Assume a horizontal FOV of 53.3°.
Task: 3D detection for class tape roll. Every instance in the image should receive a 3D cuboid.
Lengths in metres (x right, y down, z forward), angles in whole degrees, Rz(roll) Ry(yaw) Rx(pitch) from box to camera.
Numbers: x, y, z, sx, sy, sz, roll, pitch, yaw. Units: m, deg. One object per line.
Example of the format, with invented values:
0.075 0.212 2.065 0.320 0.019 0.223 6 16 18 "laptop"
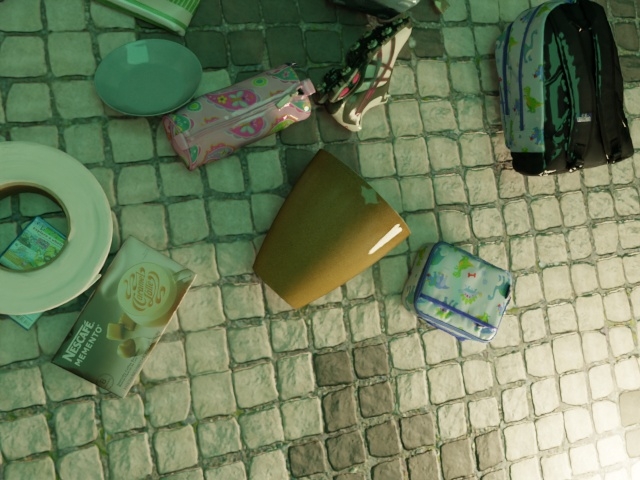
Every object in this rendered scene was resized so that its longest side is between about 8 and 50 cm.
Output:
-0.495 -0.018 1.070 0.286 0.100 0.287 2 85 -19 "tape roll"

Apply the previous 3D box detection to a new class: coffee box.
-0.345 0.132 1.129 0.141 0.098 0.247 33 76 -14 "coffee box"

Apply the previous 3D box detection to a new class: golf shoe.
0.107 -0.354 1.338 0.273 0.105 0.120 -49 120 -12 "golf shoe"

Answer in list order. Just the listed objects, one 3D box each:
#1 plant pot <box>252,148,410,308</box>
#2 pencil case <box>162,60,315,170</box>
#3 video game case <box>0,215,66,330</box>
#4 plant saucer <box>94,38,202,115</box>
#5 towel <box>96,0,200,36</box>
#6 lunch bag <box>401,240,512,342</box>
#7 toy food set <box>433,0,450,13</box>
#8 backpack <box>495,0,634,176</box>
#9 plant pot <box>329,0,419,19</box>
0.000 0.000 1.211 0.237 0.237 0.254 43 88 -12 "plant pot"
-0.152 -0.238 1.213 0.284 0.124 0.124 -27 95 -18 "pencil case"
-0.506 0.056 1.122 0.119 0.015 0.166 40 75 -12 "video game case"
-0.313 -0.291 1.175 0.194 0.037 0.195 1 59 -2 "plant saucer"
-0.321 -0.581 1.222 0.247 0.038 0.325 19 79 -18 "towel"
0.294 0.114 1.366 0.218 0.090 0.176 27 81 -15 "lunch bag"
0.297 -0.612 1.447 0.192 0.038 0.132 -45 95 -9 "toy food set"
0.527 -0.348 1.412 0.290 0.273 0.356 -14 113 -18 "backpack"
0.126 -0.596 1.282 0.246 0.248 0.253 10 92 -19 "plant pot"
